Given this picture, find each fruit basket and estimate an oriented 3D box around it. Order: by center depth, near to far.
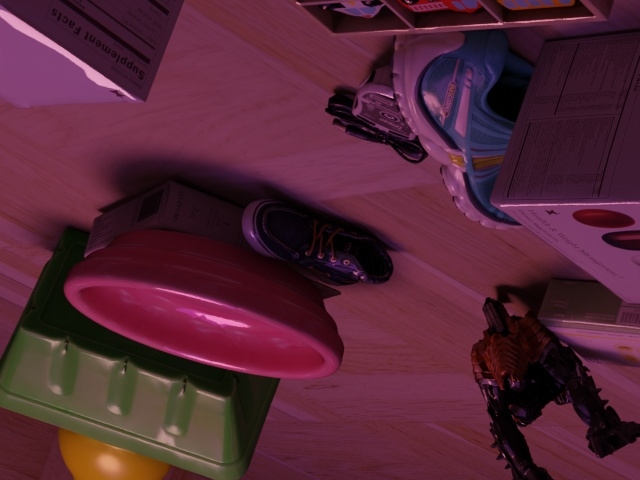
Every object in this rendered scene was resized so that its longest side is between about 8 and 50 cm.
[{"bbox_3d":[-0.248,0.197,2.481,0.392,0.283,0.392,15,148,9],"label":"fruit basket"}]

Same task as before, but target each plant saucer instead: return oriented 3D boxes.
[{"bbox_3d":[-0.128,0.071,2.119,0.332,0.084,0.332,15,164,4],"label":"plant saucer"}]

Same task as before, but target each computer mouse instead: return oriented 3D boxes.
[{"bbox_3d":[0.066,-0.118,1.602,0.106,0.042,0.193,25,169,-4],"label":"computer mouse"}]

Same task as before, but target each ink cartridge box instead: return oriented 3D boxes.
[{"bbox_3d":[0.367,0.115,1.983,0.171,0.056,0.235,3,155,41],"label":"ink cartridge box"},{"bbox_3d":[-0.128,0.017,2.194,0.239,0.060,0.275,20,163,-21],"label":"ink cartridge box"}]

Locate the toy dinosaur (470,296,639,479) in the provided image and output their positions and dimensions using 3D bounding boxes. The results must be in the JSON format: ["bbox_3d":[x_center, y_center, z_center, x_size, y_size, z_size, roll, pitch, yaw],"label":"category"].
[{"bbox_3d":[0.222,0.161,2.010,0.164,0.218,0.322,-33,167,30],"label":"toy dinosaur"}]

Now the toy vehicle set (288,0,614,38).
[{"bbox_3d":[0.063,-0.209,1.331,0.267,0.035,0.166,2,156,43],"label":"toy vehicle set"}]

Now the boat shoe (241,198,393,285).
[{"bbox_3d":[0.000,0.000,2.009,0.083,0.065,0.183,-1,160,42],"label":"boat shoe"}]

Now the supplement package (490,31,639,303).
[{"bbox_3d":[0.281,-0.051,1.396,0.194,0.149,0.203,32,160,-36],"label":"supplement package"}]

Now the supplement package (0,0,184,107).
[{"bbox_3d":[-0.158,-0.222,1.169,0.139,0.244,0.134,1,156,44],"label":"supplement package"}]

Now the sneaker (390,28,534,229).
[{"bbox_3d":[0.151,-0.089,1.510,0.110,0.107,0.275,-1,155,28],"label":"sneaker"}]
